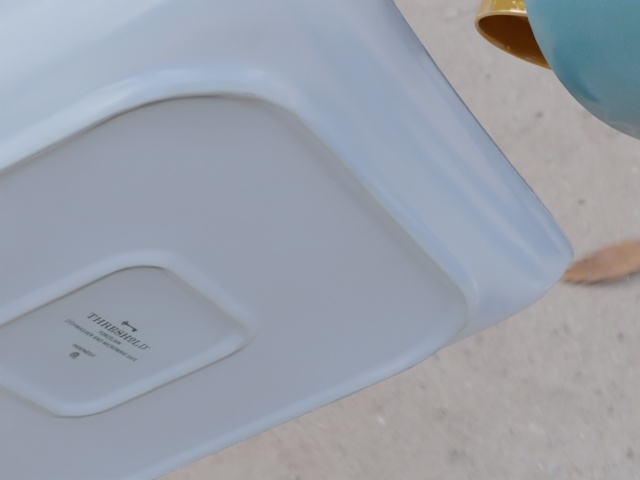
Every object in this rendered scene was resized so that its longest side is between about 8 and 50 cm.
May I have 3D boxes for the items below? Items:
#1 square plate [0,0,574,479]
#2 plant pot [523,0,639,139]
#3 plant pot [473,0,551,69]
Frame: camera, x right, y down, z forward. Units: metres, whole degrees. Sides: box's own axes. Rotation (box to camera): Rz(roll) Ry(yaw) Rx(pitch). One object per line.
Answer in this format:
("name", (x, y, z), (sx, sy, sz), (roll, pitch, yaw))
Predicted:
("square plate", (-0.090, 0.025, 0.637), (0.344, 0.347, 0.049), (-26, 58, 14))
("plant pot", (0.313, -0.195, 1.007), (0.293, 0.293, 0.235), (-48, 22, -6))
("plant pot", (0.303, -0.309, 1.778), (0.205, 0.205, 0.188), (16, 83, 22))
